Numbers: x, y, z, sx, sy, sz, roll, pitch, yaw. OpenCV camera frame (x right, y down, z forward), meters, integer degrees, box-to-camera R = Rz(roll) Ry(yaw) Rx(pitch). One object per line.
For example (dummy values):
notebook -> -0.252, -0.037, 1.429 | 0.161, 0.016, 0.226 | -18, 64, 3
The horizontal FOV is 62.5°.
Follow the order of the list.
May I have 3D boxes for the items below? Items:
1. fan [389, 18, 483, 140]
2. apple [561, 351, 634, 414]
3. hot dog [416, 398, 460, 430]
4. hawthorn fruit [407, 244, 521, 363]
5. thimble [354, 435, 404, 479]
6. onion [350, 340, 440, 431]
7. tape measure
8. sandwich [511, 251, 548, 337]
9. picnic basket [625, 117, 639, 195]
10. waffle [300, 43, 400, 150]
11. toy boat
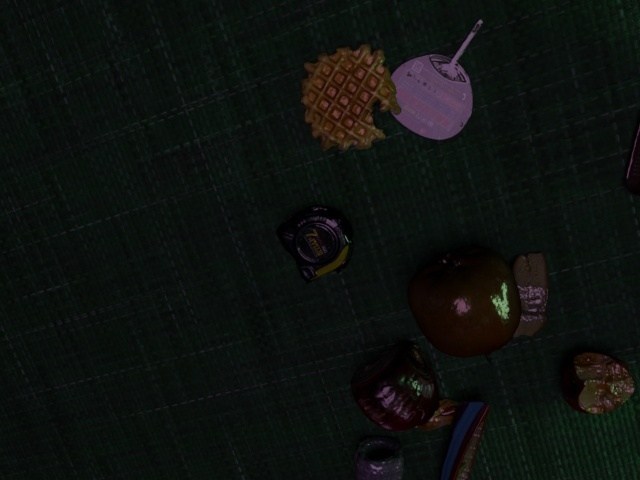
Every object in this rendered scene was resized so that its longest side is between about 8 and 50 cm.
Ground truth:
fan -> 0.275, -0.402, 1.324 | 0.223, 0.012, 0.294 | 6, 104, 9
apple -> 0.723, 0.372, 1.380 | 0.158, 0.147, 0.156 | -3, 71, 0
hot dog -> 0.325, 0.505, 1.513 | 0.169, 0.061, 0.078 | -25, 99, 14
hawthorn fruit -> 0.367, 0.174, 1.325 | 0.268, 0.268, 0.300 | -18, 100, 13
thimble -> 0.171, 0.645, 1.528 | 0.150, 0.150, 0.097 | 1, 103, 9
onion -> 0.210, 0.421, 1.442 | 0.216, 0.207, 0.206 | -41, 92, 21
tape measure -> 0.000, 0.000, 1.416 | 0.186, 0.112, 0.199 | -26, 104, 21
sandwich -> 0.541, 0.156, 1.379 | 0.090, 0.088, 0.244 | 1, 104, 12
picnic basket -> 0.838, -0.229, 1.188 | 0.129, 0.222, 0.296 | 4, 105, -10
waffle -> 0.068, -0.356, 1.341 | 0.250, 0.056, 0.261 | -12, 102, 14
toy boat -> 0.401, 0.614, 1.504 | 0.079, 0.136, 0.392 | 22, 114, 35
